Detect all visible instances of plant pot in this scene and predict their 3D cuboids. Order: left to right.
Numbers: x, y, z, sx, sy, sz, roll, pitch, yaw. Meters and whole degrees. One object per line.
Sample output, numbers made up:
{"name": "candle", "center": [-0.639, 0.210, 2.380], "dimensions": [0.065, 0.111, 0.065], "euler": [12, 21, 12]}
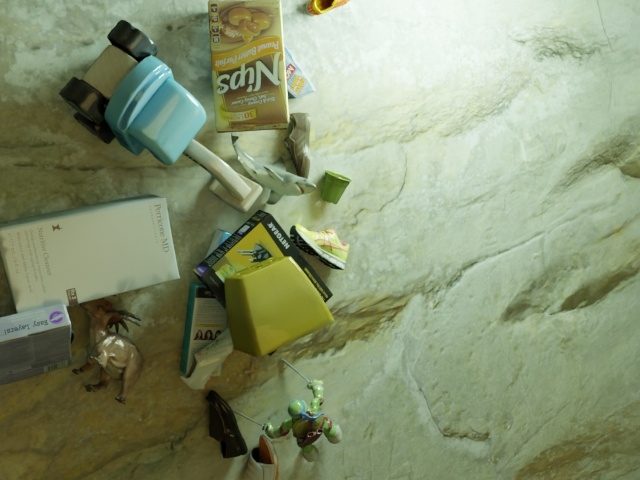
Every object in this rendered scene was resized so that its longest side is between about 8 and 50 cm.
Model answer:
{"name": "plant pot", "center": [-0.125, 0.150, 1.865], "dimensions": [0.212, 0.212, 0.187], "euler": [-23, 96, -21]}
{"name": "plant pot", "center": [0.037, -0.147, 2.126], "dimensions": [0.083, 0.083, 0.079], "euler": [14, 105, -28]}

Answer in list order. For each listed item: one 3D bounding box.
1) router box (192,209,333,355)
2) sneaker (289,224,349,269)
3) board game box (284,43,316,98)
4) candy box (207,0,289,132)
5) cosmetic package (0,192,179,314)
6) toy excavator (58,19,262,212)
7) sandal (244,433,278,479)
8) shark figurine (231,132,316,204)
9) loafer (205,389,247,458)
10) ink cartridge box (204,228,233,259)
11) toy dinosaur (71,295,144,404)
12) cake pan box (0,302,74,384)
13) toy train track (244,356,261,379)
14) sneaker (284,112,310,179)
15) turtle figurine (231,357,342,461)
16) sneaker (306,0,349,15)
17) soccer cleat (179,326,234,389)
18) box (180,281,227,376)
{"name": "router box", "center": [-0.147, 0.112, 1.998], "dimensions": [0.243, 0.081, 0.309], "euler": [-44, 116, -13]}
{"name": "sneaker", "center": [0.000, 0.000, 2.132], "dimensions": [0.208, 0.081, 0.094], "euler": [35, 75, -34]}
{"name": "board game box", "center": [-0.117, -0.419, 2.006], "dimensions": [0.194, 0.060, 0.194], "euler": [38, 81, -26]}
{"name": "candy box", "center": [-0.180, -0.435, 1.891], "dimensions": [0.183, 0.087, 0.316], "euler": [-4, 86, -5]}
{"name": "cosmetic package", "center": [-0.552, 0.027, 1.806], "dimensions": [0.385, 0.156, 0.217], "euler": [-15, 103, -23]}
{"name": "toy excavator", "center": [-0.345, -0.246, 1.808], "dimensions": [0.445, 0.433, 0.222], "euler": [37, 80, 2]}
{"name": "sandal", "center": [-0.172, 0.684, 2.137], "dimensions": [0.076, 0.102, 0.265], "euler": [-5, 102, -29]}
{"name": "shark figurine", "center": [-0.145, -0.209, 2.025], "dimensions": [0.278, 0.166, 0.116], "euler": [38, 54, -9]}
{"name": "loafer", "center": [-0.269, 0.513, 2.071], "dimensions": [0.078, 0.080, 0.220], "euler": [-28, 110, -21]}
{"name": "ink cartridge box", "center": [-0.209, 0.048, 2.036], "dimensions": [0.180, 0.060, 0.104], "euler": [21, 89, -28]}
{"name": "toy dinosaur", "center": [-0.507, 0.279, 1.898], "dimensions": [0.200, 0.127, 0.295], "euler": [-59, 139, -42]}
{"name": "cake pan box", "center": [-0.699, 0.249, 1.730], "dimensions": [0.267, 0.245, 0.070], "euler": [-13, 66, -23]}
{"name": "toy train track", "center": [-0.190, 0.350, 2.123], "dimensions": [0.048, 0.014, 0.083], "euler": [4, 91, -20]}
{"name": "sneaker", "center": [-0.066, -0.255, 2.068], "dimensions": [0.071, 0.066, 0.188], "euler": [0, 93, -10]}
{"name": "turtle figurine", "center": [-0.062, 0.493, 2.163], "dimensions": [0.198, 0.275, 0.266], "euler": [-60, 141, -31]}
{"name": "sneaker", "center": [0.044, -0.657, 2.045], "dimensions": [0.175, 0.067, 0.064], "euler": [-39, 112, -18]}
{"name": "soccer cleat", "center": [-0.287, 0.299, 1.968], "dimensions": [0.076, 0.068, 0.196], "euler": [38, 84, -24]}
{"name": "box", "center": [-0.308, 0.237, 2.017], "dimensions": [0.100, 0.060, 0.244], "euler": [5, 96, -28]}
